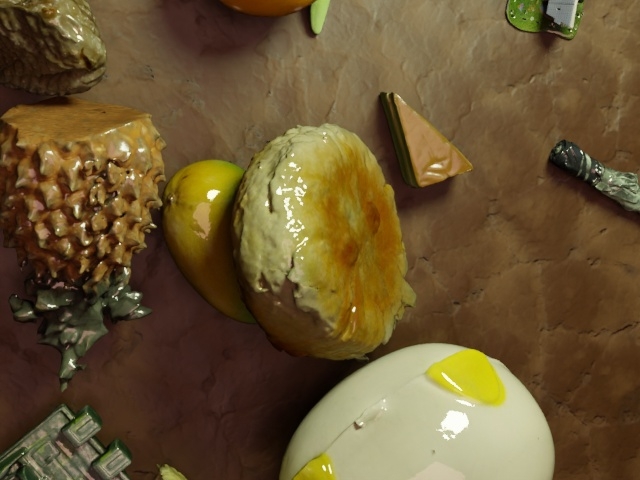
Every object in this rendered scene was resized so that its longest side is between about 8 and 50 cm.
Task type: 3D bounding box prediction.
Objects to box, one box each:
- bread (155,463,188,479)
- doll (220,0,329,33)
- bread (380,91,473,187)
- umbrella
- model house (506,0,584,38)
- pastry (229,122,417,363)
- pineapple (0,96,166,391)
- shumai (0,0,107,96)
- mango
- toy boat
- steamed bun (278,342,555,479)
[{"bbox_3d":[-0.235,0.437,1.502,0.236,0.263,0.198,-30,99,-6],"label":"bread"},{"bbox_3d":[-0.049,-0.386,1.490,0.236,0.213,0.213,5,98,-55],"label":"doll"},{"bbox_3d":[0.145,-0.151,1.602,0.084,0.074,0.139,-19,99,-9],"label":"bread"},{"bbox_3d":[0.418,-0.089,1.679,0.188,0.046,0.050,30,110,-14],"label":"umbrella"},{"bbox_3d":[0.338,-0.369,1.607,0.117,0.088,0.167,13,94,-14],"label":"model house"},{"bbox_3d":[0.000,0.000,1.494,0.136,0.330,0.329,-10,101,29],"label":"pastry"},{"bbox_3d":[-0.305,0.008,1.474,0.223,0.223,0.357,-2,109,-12],"label":"pineapple"},{"bbox_3d":[-0.337,-0.282,1.444,0.166,0.206,0.175,55,52,-45],"label":"shumai"},{"bbox_3d":[-0.121,0.009,1.543,0.156,0.114,0.251,-48,126,-41],"label":"mango"},{"bbox_3d":[-0.403,0.356,1.540,0.319,0.092,0.141,-40,101,-4],"label":"toy boat"},{"bbox_3d":[0.125,0.310,1.531,0.374,0.334,0.334,-40,103,-6],"label":"steamed bun"}]
